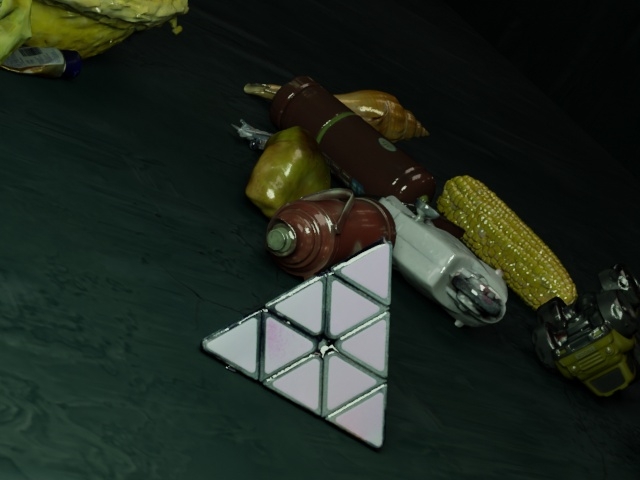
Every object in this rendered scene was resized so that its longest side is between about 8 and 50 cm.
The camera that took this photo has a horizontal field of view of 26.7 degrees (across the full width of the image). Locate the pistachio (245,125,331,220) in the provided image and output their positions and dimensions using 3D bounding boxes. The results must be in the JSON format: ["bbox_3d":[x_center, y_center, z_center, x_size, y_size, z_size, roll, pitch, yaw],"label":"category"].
[{"bbox_3d":[-0.035,-0.081,1.739,0.110,0.100,0.189,49,16,-10],"label":"pistachio"}]

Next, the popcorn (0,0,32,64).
[{"bbox_3d":[-0.408,-0.251,1.262,0.279,0.274,0.336,76,9,-70],"label":"popcorn"}]

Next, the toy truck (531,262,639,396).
[{"bbox_3d":[0.400,0.147,1.900,0.165,0.147,0.224,57,21,-5],"label":"toy truck"}]

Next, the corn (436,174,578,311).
[{"bbox_3d":[0.288,0.011,2.095,0.292,0.101,0.101,50,23,27],"label":"corn"}]

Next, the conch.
[{"bbox_3d":[0.029,-0.200,2.196,0.330,0.093,0.109,6,47,-19],"label":"conch"}]

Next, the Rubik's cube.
[{"bbox_3d":[0.037,0.086,1.335,0.190,0.178,0.211,42,20,11],"label":"Rubik's cube"}]

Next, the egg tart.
[{"bbox_3d":[-0.357,-0.353,1.747,0.387,0.169,0.388,25,21,-11],"label":"egg tart"}]

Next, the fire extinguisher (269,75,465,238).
[{"bbox_3d":[0.072,-0.112,1.991,0.341,0.105,0.141,42,21,29],"label":"fire extinguisher"}]

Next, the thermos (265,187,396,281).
[{"bbox_3d":[0.003,0.000,1.621,0.232,0.099,0.124,-7,85,-63],"label":"thermos"}]

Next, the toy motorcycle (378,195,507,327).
[{"bbox_3d":[0.158,0.036,1.803,0.260,0.110,0.171,39,1,35],"label":"toy motorcycle"}]

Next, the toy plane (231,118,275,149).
[{"bbox_3d":[-0.086,-0.145,1.917,0.083,0.031,0.078,21,23,-35],"label":"toy plane"}]

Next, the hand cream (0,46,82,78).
[{"bbox_3d":[-0.364,-0.225,1.633,0.163,0.039,0.062,7,34,-44],"label":"hand cream"}]
